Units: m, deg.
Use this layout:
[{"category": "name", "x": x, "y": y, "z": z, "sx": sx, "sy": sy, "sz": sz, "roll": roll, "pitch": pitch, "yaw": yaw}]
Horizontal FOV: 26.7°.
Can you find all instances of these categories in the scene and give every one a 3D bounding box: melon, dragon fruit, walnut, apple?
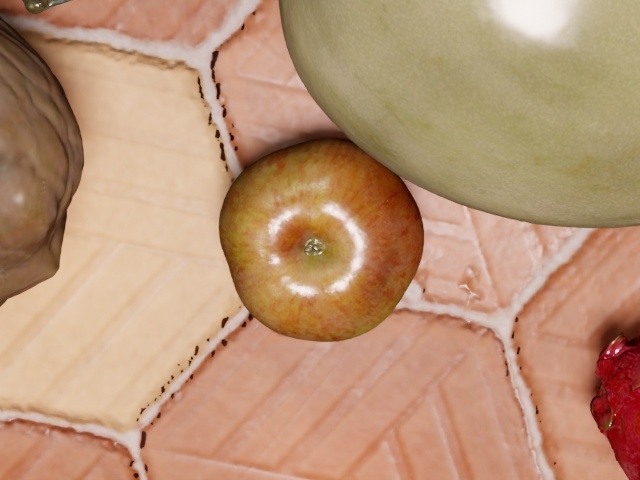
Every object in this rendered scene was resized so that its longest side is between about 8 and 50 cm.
[{"category": "melon", "x": 0.120, "y": -0.134, "z": 0.715, "sx": 0.308, "sy": 0.272, "sz": 0.272, "roll": 18, "pitch": 100, "yaw": -31}, {"category": "dragon fruit", "x": 0.246, "y": 0.114, "z": 0.817, "sx": 0.166, "sy": 0.133, "sz": 0.136, "roll": 20, "pitch": 140, "yaw": -15}, {"category": "walnut", "x": -0.241, "y": -0.045, "z": 0.758, "sx": 0.224, "sy": 0.224, "sz": 0.224, "roll": 0, "pitch": 99, "yaw": 0}, {"category": "apple", "x": 0.003, "y": 0.002, "z": 0.811, "sx": 0.126, "sy": 0.102, "sz": 0.126, "roll": 0, "pitch": 100, "yaw": 0}]

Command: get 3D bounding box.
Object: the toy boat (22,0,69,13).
[{"category": "toy boat", "x": -0.111, "y": -0.206, "z": 0.786, "sx": 0.185, "sy": 0.077, "sz": 0.075, "roll": -33, "pitch": 101, "yaw": 3}]
